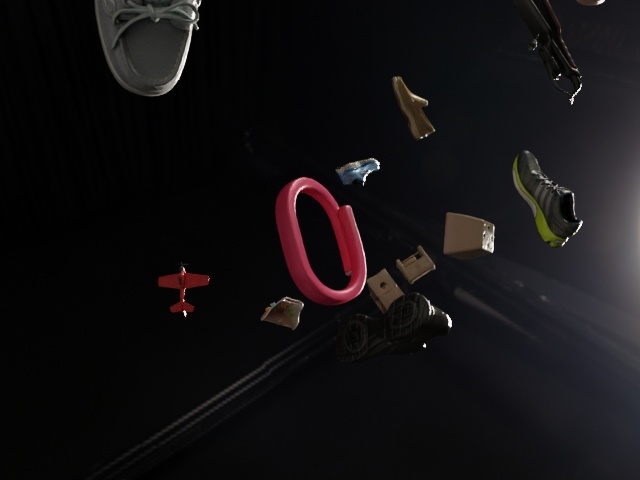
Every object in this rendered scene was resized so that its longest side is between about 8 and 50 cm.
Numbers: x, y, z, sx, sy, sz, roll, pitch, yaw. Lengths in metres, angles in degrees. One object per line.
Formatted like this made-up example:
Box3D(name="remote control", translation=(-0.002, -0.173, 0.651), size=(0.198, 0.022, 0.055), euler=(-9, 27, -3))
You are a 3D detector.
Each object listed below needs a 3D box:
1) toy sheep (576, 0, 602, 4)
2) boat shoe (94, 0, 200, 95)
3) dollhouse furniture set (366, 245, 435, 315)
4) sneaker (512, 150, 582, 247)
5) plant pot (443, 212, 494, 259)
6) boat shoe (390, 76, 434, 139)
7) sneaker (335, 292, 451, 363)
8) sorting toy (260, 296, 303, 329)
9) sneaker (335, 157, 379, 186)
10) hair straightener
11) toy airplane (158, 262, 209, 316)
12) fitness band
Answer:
Box3D(name="toy sheep", translation=(0.538, -0.509, 1.390), size=(0.091, 0.091, 0.132), euler=(7, -174, 9))
Box3D(name="boat shoe", translation=(-0.190, -0.328, 0.806), size=(0.118, 0.321, 0.103), euler=(6, -168, -22))
Box3D(name="dollhouse furniture set", translation=(0.247, 0.136, 2.007), size=(0.183, 0.129, 0.129), euler=(-32, -115, -5))
Box3D(name="sneaker", translation=(0.667, -0.137, 2.048), size=(0.111, 0.121, 0.300), euler=(-16, -105, -35))
Box3D(name="plant pot", translation=(0.387, -0.010, 1.810), size=(0.096, 0.109, 0.109), euler=(1, 171, 36))
Box3D(name="boat shoe", translation=(0.250, -0.361, 1.870), size=(0.072, 0.190, 0.068), euler=(-20, -145, 18))
Box3D(name="sneaker", translation=(0.147, 0.204, 1.468), size=(0.130, 0.286, 0.109), euler=(26, -125, -34))
Box3D(name="sorting toy", translation=(-0.078, 0.152, 1.547), size=(0.083, 0.075, 0.045), euler=(20, -138, -26))
Box3D(name="sneaker", translation=(0.109, -0.190, 2.014), size=(0.162, 0.073, 0.063), euler=(-20, -174, -42))
Box3D(name="hair straightener", translation=(0.415, -0.357, 1.310), size=(0.089, 0.230, 0.047), euler=(-24, -178, -25))
Box3D(name="toy airplane", translation=(-0.378, 0.135, 1.915), size=(0.151, 0.151, 0.028), euler=(9, -176, 12))
Box3D(name="fitness band", translation=(0.000, 0.000, 1.533), size=(0.209, 0.054, 0.291), euler=(-1, -110, -45))
